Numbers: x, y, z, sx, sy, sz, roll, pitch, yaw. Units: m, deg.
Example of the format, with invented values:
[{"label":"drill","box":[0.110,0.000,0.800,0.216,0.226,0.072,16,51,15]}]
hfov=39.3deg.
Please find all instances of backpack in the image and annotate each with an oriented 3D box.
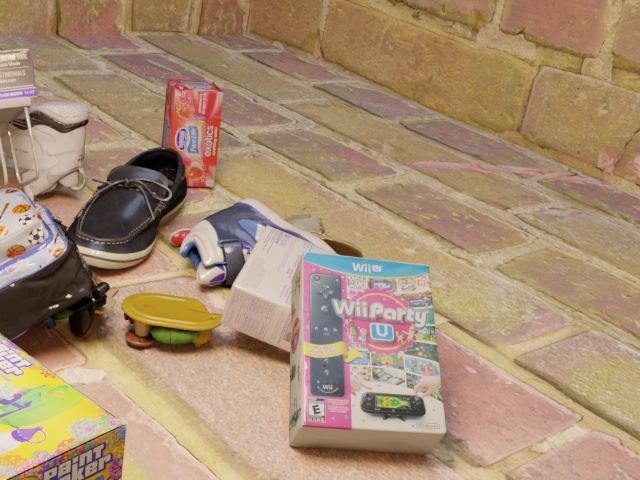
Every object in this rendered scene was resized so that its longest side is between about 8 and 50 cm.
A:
[{"label":"backpack","box":[-0.526,0.042,1.476,0.277,0.213,0.263,-26,26,-17]}]

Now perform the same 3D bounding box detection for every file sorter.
[{"label":"file sorter","box":[-0.739,-0.179,1.835,0.278,0.173,0.193,-13,4,-31]}]

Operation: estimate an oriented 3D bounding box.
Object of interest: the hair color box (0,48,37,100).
[{"label":"hair color box","box":[-0.743,-0.353,1.963,0.185,0.110,0.339,-12,11,-23]}]

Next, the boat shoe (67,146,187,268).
[{"label":"boat shoe","box":[-0.414,-0.081,1.944,0.187,0.156,0.500,15,25,6]}]

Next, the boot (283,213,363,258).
[{"label":"boot","box":[0.000,0.000,2.023,0.213,0.077,0.165,10,21,7]}]

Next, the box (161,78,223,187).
[{"label":"box","box":[-0.332,-0.274,2.291,0.128,0.256,0.122,1,22,-20]}]

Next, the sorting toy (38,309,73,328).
[{"label":"sorting toy","box":[-0.477,0.119,1.551,0.102,0.042,0.061,-21,46,-6]}]

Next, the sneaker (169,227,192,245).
[{"label":"sneaker","box":[-0.264,0.004,1.945,0.118,0.042,0.067,2,21,-24]}]

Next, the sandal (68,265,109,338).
[{"label":"sandal","box":[-0.415,0.108,1.620,0.060,0.090,0.219,24,8,-26]}]

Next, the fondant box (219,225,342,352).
[{"label":"fondant box","box":[0.011,0.119,1.625,0.330,0.096,0.238,22,29,1]}]

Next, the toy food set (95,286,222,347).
[{"label":"toy food set","box":[-0.283,0.147,1.574,0.218,0.071,0.128,10,18,-9]}]

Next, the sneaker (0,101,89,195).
[{"label":"sneaker","box":[-0.704,-0.211,2.067,0.366,0.210,0.137,1,12,12]}]

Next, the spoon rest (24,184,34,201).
[{"label":"spoon rest","box":[-0.728,-0.042,1.845,0.276,0.084,0.137,-14,29,-19]}]

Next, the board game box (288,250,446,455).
[{"label":"board game box","box":[0.068,0.177,1.431,0.224,0.097,0.303,6,54,-11]}]

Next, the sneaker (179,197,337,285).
[{"label":"sneaker","box":[-0.131,0.058,1.813,0.323,0.130,0.236,36,51,22]}]

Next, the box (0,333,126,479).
[{"label":"box","box":[-0.378,0.274,0.967,0.290,0.279,0.177,24,27,32]}]
